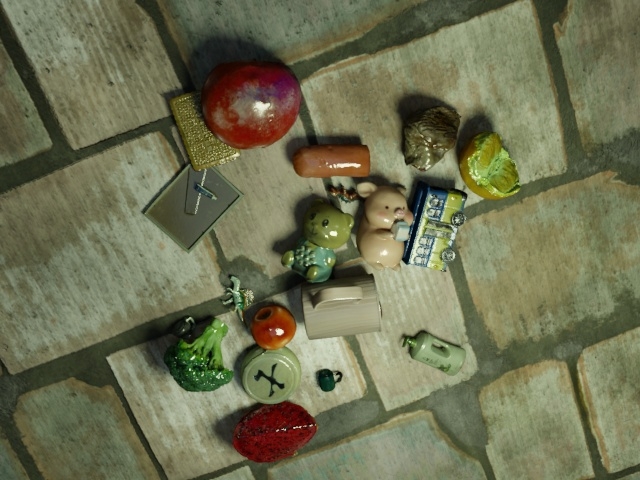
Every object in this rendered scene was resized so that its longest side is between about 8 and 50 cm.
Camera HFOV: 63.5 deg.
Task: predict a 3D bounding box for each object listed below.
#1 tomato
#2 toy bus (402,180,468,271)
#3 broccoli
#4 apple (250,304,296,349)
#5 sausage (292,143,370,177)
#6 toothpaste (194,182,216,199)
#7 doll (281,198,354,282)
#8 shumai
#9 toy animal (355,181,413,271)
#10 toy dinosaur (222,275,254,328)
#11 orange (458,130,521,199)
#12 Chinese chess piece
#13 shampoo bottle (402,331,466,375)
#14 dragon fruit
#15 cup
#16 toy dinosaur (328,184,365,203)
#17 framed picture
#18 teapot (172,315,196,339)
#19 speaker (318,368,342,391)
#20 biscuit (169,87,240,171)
[{"bbox_3d":[-0.206,-0.427,1.638,0.334,0.176,0.290,-3,106,-14],"label":"tomato"},{"bbox_3d":[0.391,-0.050,1.809,0.175,0.138,0.288,11,103,-8],"label":"toy bus"},{"bbox_3d":[-0.414,0.407,1.836,0.254,0.269,0.269,37,99,-21],"label":"broccoli"},{"bbox_3d":[-0.170,0.307,1.846,0.163,0.163,0.139,-33,112,4],"label":"apple"},{"bbox_3d":[0.035,-0.268,1.744,0.259,0.113,0.114,-1,104,-5],"label":"sausage"},{"bbox_3d":[-0.391,-0.164,1.765,0.083,0.019,0.027,31,116,-7],"label":"toothpaste"},{"bbox_3d":[0.000,0.000,1.778,0.177,0.161,0.261,29,104,29],"label":"doll"},{"bbox_3d":[0.349,-0.346,1.748,0.184,0.218,0.185,36,137,-8],"label":"shumai"},{"bbox_3d":[0.214,-0.051,1.755,0.195,0.213,0.256,8,111,-29],"label":"toy animal"},{"bbox_3d":[-0.287,0.221,1.878,0.106,0.044,0.187,-42,102,-9],"label":"toy dinosaur"},{"bbox_3d":[0.559,-0.244,1.754,0.237,0.158,0.179,50,57,-15],"label":"orange"},{"bbox_3d":[-0.188,0.493,1.924,0.237,0.092,0.238,-1,104,-3],"label":"Chinese chess piece"},{"bbox_3d":[0.420,0.418,1.952,0.234,0.087,0.118,25,103,-10],"label":"shampoo bottle"},{"bbox_3d":[-0.180,0.723,1.967,0.317,0.152,0.205,-5,125,-12],"label":"dragon fruit"},{"bbox_3d":[0.076,0.236,1.786,0.273,0.288,0.208,-7,96,1],"label":"cup"},{"bbox_3d":[0.099,-0.155,1.806,0.154,0.049,0.055,18,111,-16],"label":"toy dinosaur"},{"bbox_3d":[-0.439,-0.125,1.789,0.211,0.020,0.289,43,98,-13],"label":"framed picture"},{"bbox_3d":[-0.490,0.320,1.880,0.088,0.066,0.057,-49,124,-15],"label":"teapot"},{"bbox_3d":[0.041,0.529,1.965,0.094,0.060,0.075,-11,106,-2],"label":"speaker"},{"bbox_3d":[-0.382,-0.369,1.717,0.172,0.029,0.254,-20,104,-7],"label":"biscuit"}]
